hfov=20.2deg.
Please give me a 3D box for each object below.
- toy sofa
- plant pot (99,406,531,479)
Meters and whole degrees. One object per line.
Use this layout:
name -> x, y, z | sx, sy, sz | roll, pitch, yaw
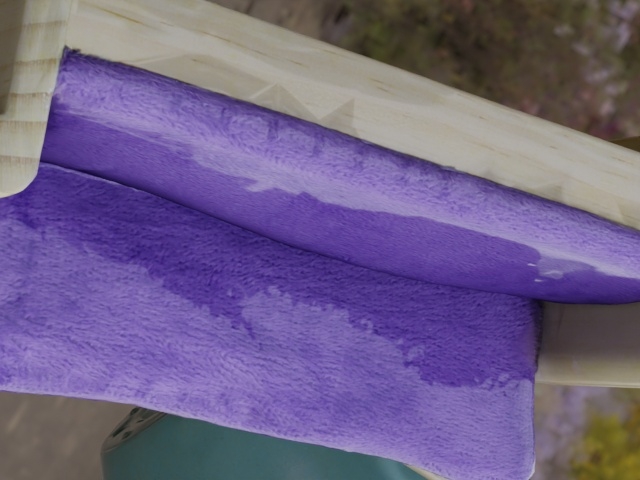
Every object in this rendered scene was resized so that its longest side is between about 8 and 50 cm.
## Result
toy sofa -> 0.000, 0.000, 0.737 | 0.150, 0.363, 0.177 | -7, -110, 58
plant pot -> -0.020, 0.185, 1.319 | 0.293, 0.235, 0.293 | -37, -175, 4
